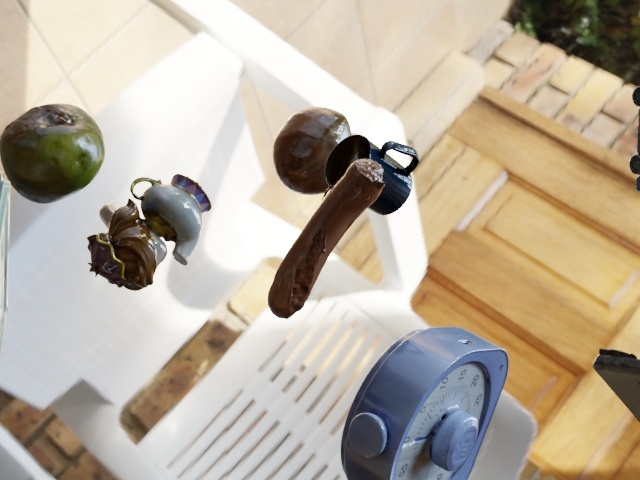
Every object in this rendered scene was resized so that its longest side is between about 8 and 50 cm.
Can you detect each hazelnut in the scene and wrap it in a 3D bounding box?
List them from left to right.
[{"bbox_3d":[-0.015,-0.206,2.103,0.176,0.214,0.214,15,112,-23],"label":"hazelnut"}]

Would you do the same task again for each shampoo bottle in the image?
[{"bbox_3d":[-0.422,-0.031,1.948,0.049,0.233,0.087,-45,119,-5],"label":"shampoo bottle"}]

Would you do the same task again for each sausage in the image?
[{"bbox_3d":[0.000,0.001,1.435,0.304,0.078,0.078,-55,155,17],"label":"sausage"}]

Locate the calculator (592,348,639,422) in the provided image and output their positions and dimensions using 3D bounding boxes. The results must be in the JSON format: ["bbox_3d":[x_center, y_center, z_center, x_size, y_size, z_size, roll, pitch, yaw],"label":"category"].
[{"bbox_3d":[0.364,0.183,0.817,0.262,0.161,0.021,45,65,-27],"label":"calculator"}]

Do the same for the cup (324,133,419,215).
[{"bbox_3d":[0.108,-0.124,1.763,0.138,0.150,0.113,30,66,-39],"label":"cup"}]

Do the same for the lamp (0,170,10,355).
[{"bbox_3d":[-0.355,0.103,0.940,0.047,0.269,0.266,6,143,-15],"label":"lamp"}]

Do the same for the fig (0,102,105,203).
[{"bbox_3d":[-0.482,-0.150,1.652,0.181,0.181,0.191,-22,154,-48],"label":"fig"}]

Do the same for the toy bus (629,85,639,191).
[{"bbox_3d":[0.706,-0.215,1.837,0.113,0.134,0.246,-5,102,-24],"label":"toy bus"}]

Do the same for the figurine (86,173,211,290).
[{"bbox_3d":[-0.334,-0.010,1.786,0.263,0.189,0.142,-48,-170,-27],"label":"figurine"}]

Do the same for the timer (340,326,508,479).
[{"bbox_3d":[0.199,0.357,1.769,0.395,0.173,0.395,-29,133,-38],"label":"timer"}]
